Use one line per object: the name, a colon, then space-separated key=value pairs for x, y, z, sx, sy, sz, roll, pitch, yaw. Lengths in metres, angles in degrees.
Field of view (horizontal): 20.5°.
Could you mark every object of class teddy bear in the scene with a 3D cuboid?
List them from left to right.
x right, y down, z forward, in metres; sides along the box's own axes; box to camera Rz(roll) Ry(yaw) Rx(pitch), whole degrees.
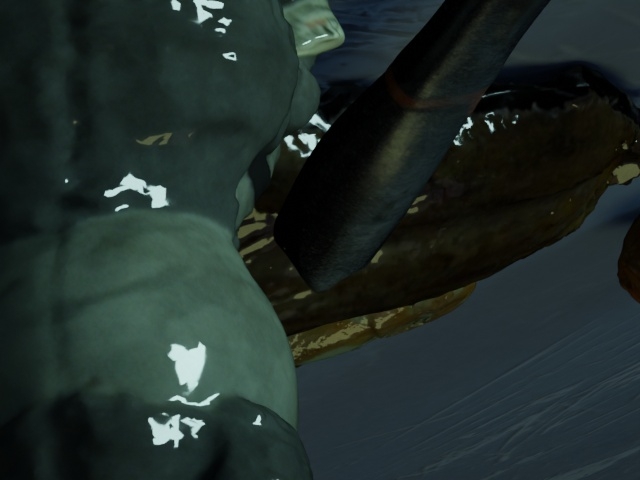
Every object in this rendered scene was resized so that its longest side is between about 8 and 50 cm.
teddy bear: x=-0.078 y=0.025 z=0.555 sx=0.171 sy=0.251 sz=0.144 roll=-4 pitch=163 yaw=11

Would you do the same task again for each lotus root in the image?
lotus root: x=0.001 y=0.000 z=0.766 sx=0.329 sy=0.078 sz=0.167 roll=-10 pitch=163 yaw=-17

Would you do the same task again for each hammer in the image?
hammer: x=0.059 y=-0.074 z=0.592 sx=0.137 sy=0.037 sz=0.290 roll=-5 pitch=149 yaw=-30

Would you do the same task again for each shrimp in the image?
shrimp: x=-0.002 y=0.051 z=0.967 sx=0.184 sy=0.043 sz=0.091 roll=-15 pitch=165 yaw=-4

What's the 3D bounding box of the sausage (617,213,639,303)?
sausage: x=0.259 y=-0.004 z=0.972 sx=0.197 sy=0.076 sz=0.076 roll=-12 pitch=162 yaw=-6
